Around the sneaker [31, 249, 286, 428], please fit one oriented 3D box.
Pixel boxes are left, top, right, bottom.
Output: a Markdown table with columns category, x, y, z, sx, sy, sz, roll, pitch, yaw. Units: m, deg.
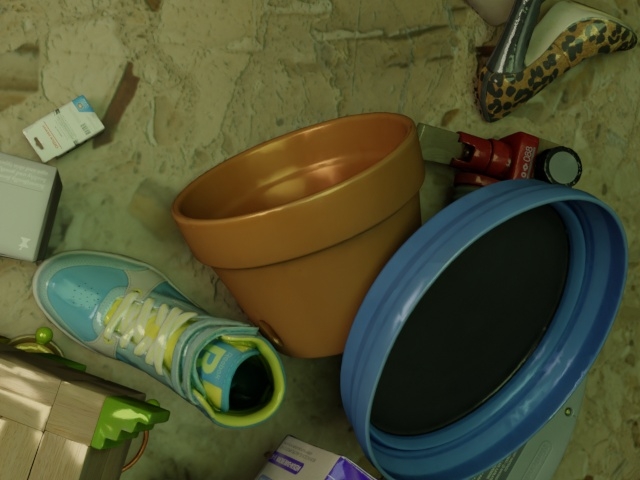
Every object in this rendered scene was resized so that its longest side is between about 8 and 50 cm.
| category | x | y | z | sx | sy | sz | roll | pitch | yaw |
| --- | --- | --- | --- | --- | --- | --- | --- | --- | --- |
| sneaker | -0.170 | 0.103 | 0.971 | 0.319 | 0.208 | 0.127 | 28 | 80 | -14 |

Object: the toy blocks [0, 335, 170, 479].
| category | x | y | z | sx | sy | sz | roll | pitch | yaw |
| --- | --- | --- | --- | --- | --- | --- | --- | --- | --- |
| toy blocks | -0.356 | 0.233 | 0.858 | 0.381 | 0.191 | 0.261 | 16 | 85 | 13 |

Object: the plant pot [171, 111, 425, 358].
| category | x | y | z | sx | sy | sz | roll | pitch | yaw |
| --- | --- | --- | --- | --- | --- | --- | --- | --- | --- |
| plant pot | 0.000 | 0.000 | 1.009 | 0.291 | 0.291 | 0.203 | -27 | 110 | -17 |

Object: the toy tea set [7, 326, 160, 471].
| category | x | y | z | sx | sy | sz | roll | pitch | yaw |
| --- | --- | --- | --- | --- | --- | --- | --- | --- | --- |
| toy tea set | -0.329 | 0.273 | 0.954 | 0.200 | 0.124 | 0.336 | 29 | 79 | -14 |

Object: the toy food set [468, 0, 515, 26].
| category | x | y | z | sx | sy | sz | roll | pitch | yaw |
| --- | --- | --- | --- | --- | --- | --- | --- | --- | --- |
| toy food set | 0.264 | -0.485 | 1.219 | 0.220 | 0.092 | 0.306 | 42 | 77 | -23 |

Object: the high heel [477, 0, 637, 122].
| category | x | y | z | sx | sy | sz | roll | pitch | yaw |
| --- | --- | --- | --- | --- | --- | --- | --- | --- | --- |
| high heel | 0.338 | -0.246 | 1.241 | 0.261 | 0.093 | 0.186 | 4 | 115 | -35 |

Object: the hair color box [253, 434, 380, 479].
| category | x | y | z | sx | sy | sz | roll | pitch | yaw |
| --- | --- | --- | --- | --- | --- | --- | --- | --- | --- |
| hair color box | -0.070 | 0.374 | 0.891 | 0.110 | 0.185 | 0.339 | 39 | 73 | -12 |

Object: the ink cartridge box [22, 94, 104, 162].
| category | x | y | z | sx | sy | sz | roll | pitch | yaw |
| --- | --- | --- | --- | --- | --- | --- | --- | --- | --- |
| ink cartridge box | -0.306 | -0.131 | 1.037 | 0.083 | 0.028 | 0.048 | -34 | 97 | -17 |

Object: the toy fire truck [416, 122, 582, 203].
| category | x | y | z | sx | sy | sz | roll | pitch | yaw |
| --- | --- | --- | --- | --- | --- | --- | --- | --- | --- |
| toy fire truck | 0.198 | -0.051 | 1.126 | 0.246 | 0.158 | 0.217 | 16 | 82 | -14 |

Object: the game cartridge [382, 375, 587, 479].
| category | x | y | z | sx | sy | sz | roll | pitch | yaw |
| --- | --- | --- | --- | --- | --- | --- | --- | --- | --- |
| game cartridge | 0.231 | 0.263 | 1.170 | 0.196 | 0.060 | 0.294 | 36 | 77 | -9 |

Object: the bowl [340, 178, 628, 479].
| category | x | y | z | sx | sy | sz | roll | pitch | yaw |
| --- | --- | --- | --- | --- | --- | --- | --- | --- | --- |
| bowl | 0.188 | 0.108 | 0.996 | 0.391 | 0.077 | 0.391 | -20 | 129 | -28 |

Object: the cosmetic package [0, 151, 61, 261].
| category | x | y | z | sx | sy | sz | roll | pitch | yaw |
| --- | --- | --- | --- | --- | --- | --- | --- | --- | --- |
| cosmetic package | -0.343 | -0.036 | 0.910 | 0.127 | 0.238 | 0.107 | 15 | 83 | -17 |
